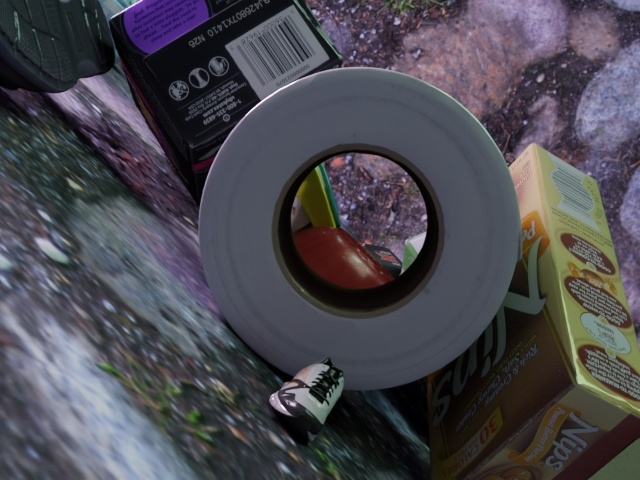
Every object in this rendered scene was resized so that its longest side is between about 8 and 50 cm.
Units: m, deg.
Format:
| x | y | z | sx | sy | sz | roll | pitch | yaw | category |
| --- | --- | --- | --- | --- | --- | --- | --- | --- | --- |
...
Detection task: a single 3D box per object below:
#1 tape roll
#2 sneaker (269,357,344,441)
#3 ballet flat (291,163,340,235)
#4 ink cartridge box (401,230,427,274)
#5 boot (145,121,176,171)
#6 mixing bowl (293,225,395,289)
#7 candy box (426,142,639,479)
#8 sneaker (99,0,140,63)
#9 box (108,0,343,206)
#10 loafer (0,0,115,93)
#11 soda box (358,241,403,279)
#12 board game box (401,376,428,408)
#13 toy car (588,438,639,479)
| x | y | z | sx | sy | sz | roll | pitch | yaw | category |
| --- | --- | --- | --- | --- | --- | --- | --- | --- | --- |
| 0.031 | -0.013 | 0.912 | 0.246 | 0.246 | 0.169 | 45 | 5 | 0 | tape roll |
| -0.007 | 0.105 | 0.773 | 0.040 | 0.044 | 0.109 | 46 | 6 | -4 | sneaker |
| 0.000 | 0.000 | 1.251 | 0.077 | 0.077 | 0.231 | -163 | -131 | -87 | ballet flat |
| 0.168 | 0.105 | 1.346 | 0.160 | 0.092 | 0.219 | 58 | -18 | 31 | ink cartridge box |
| -0.083 | -0.159 | 1.347 | 0.118 | 0.223 | 0.338 | 42 | 5 | -39 | boot |
| 0.016 | 0.051 | 1.143 | 0.181 | 0.098 | 0.181 | 43 | 5 | -4 | mixing bowl |
| 0.177 | 0.079 | 0.981 | 0.087 | 0.183 | 0.316 | 27 | 35 | -17 | candy box |
| -0.316 | -0.345 | 1.532 | 0.150 | 0.135 | 0.366 | 43 | 4 | 18 | sneaker |
| -0.091 | -0.154 | 1.100 | 0.143 | 0.165 | 0.270 | 57 | -8 | 5 | box |
| -0.249 | -0.163 | 0.904 | 0.302 | 0.095 | 0.109 | -52 | 128 | -81 | loafer |
| 0.049 | 0.037 | 1.566 | 0.169 | 0.053 | 0.060 | 12 | 28 | -50 | soda box |
| 0.131 | 0.131 | 1.209 | 0.194 | 0.060 | 0.194 | 59 | -15 | 27 | board game box |
| 0.272 | 0.291 | 1.040 | 0.219 | 0.210 | 0.238 | -110 | -173 | -49 | toy car |
